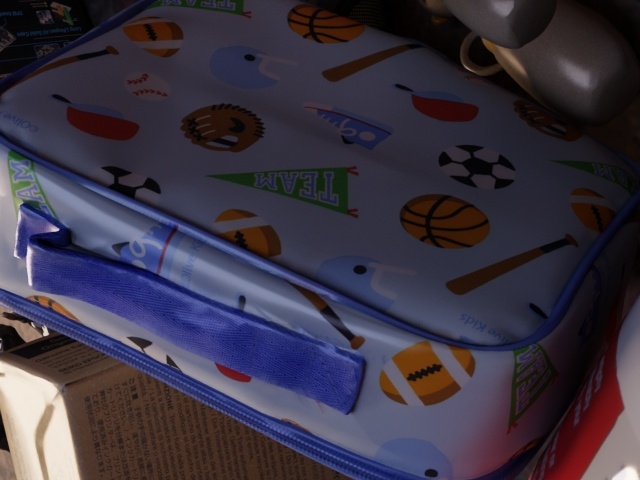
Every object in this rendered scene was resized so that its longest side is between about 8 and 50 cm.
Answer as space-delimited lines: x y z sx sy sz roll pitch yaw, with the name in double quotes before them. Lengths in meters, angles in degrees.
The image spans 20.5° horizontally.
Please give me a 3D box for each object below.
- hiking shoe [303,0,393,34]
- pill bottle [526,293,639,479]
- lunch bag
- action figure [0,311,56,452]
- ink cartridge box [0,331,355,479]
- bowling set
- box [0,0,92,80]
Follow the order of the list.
"hiking shoe" 0.040 -0.058 0.987 0.114 0.086 0.227 2 88 15
"pill bottle" 0.195 0.142 0.740 0.229 0.229 0.407 47 131 30
"lunch bag" -0.012 -0.008 0.827 0.303 0.243 0.115 22 125 17
"action figure" -0.190 0.188 1.262 0.164 0.141 0.275 -23 81 37
"ink cartridge box" -0.073 0.149 1.052 0.088 0.193 0.234 13 117 49
"bowling set" 0.069 -0.188 0.815 0.154 0.200 0.287 42 129 37
"box" -0.254 -0.134 1.180 0.051 0.220 0.175 -32 77 45
